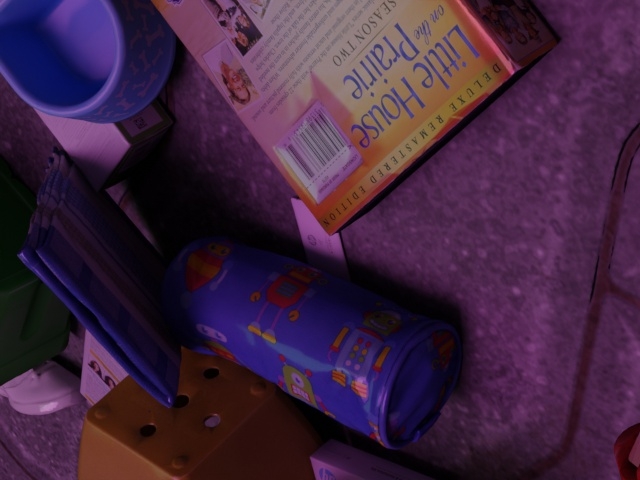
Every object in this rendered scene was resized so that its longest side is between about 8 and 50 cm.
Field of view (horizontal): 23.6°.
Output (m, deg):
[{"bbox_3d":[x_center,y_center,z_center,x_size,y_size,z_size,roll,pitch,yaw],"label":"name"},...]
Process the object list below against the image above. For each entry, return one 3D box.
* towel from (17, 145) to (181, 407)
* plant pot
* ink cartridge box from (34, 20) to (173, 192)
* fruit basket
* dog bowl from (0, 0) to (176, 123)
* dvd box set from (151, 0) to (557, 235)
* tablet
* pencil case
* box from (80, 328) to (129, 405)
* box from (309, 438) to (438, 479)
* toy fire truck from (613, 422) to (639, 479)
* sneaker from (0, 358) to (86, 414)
[{"bbox_3d":[-0.207,0.030,1.491,0.209,0.034,0.285,50,-170,-19],"label":"towel"},{"bbox_3d":[-0.124,0.223,1.551,0.212,0.212,0.187,26,145,35],"label":"plant pot"},{"bbox_3d":[-0.246,-0.163,1.533,0.209,0.062,0.109,52,145,4],"label":"ink cartridge box"},{"bbox_3d":[-0.502,0.097,1.779,0.283,0.392,0.392,48,144,10],"label":"fruit basket"},{"bbox_3d":[-0.265,-0.238,1.424,0.166,0.074,0.297,-40,85,26],"label":"dog bowl"},{"bbox_3d":[-0.033,-0.238,1.225,0.420,0.062,0.307,53,145,4],"label":"dvd box set"},{"bbox_3d":[0.000,0.000,1.428,0.054,0.006,0.083,14,128,43],"label":"tablet"},{"bbox_3d":[-0.013,0.091,1.419,0.306,0.119,0.133,21,137,38],"label":"pencil case"},{"bbox_3d":[-0.211,0.140,1.709,0.100,0.060,0.244,45,153,13],"label":"box"},{"bbox_3d":[0.071,0.300,1.530,0.145,0.038,0.186,16,129,42],"label":"box"},{"bbox_3d":[0.310,0.178,1.115,0.217,0.158,0.246,15,139,43],"label":"toy fire truck"},{"bbox_3d":[-0.374,0.157,1.940,0.212,0.080,0.094,13,115,45],"label":"sneaker"}]
